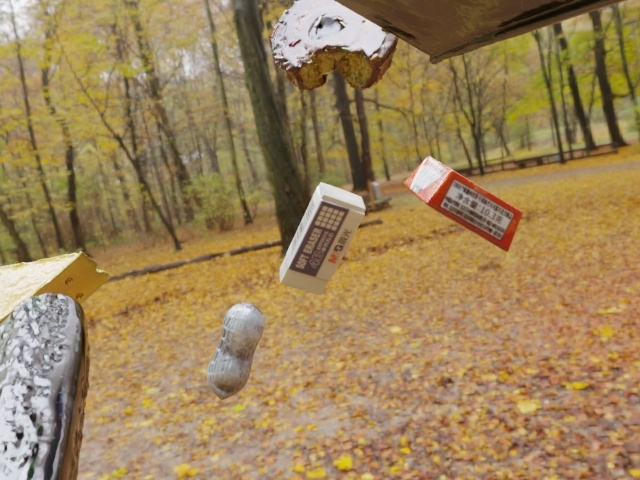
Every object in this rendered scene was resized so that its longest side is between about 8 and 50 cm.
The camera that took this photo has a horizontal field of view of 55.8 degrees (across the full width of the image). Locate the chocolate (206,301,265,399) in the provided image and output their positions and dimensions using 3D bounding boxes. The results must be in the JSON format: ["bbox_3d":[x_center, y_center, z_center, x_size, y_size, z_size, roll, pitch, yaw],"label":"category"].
[{"bbox_3d":[-0.141,0.183,1.005,0.072,0.167,0.072,17,5,-1],"label":"chocolate"}]

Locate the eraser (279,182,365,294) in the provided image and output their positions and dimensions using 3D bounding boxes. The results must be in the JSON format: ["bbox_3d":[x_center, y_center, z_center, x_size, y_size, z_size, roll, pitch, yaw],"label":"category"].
[{"bbox_3d":[0.000,0.000,1.544,0.124,0.279,0.081,18,28,-18],"label":"eraser"}]

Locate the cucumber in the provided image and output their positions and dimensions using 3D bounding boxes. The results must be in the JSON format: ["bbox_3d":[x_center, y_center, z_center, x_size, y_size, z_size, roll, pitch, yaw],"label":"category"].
[{"bbox_3d":[-0.185,0.120,0.380,0.074,0.074,0.241,-12,29,-12],"label":"cucumber"}]

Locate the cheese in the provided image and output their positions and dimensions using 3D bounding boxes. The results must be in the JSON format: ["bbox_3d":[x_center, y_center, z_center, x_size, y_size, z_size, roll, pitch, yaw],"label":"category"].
[{"bbox_3d":[-0.459,0.078,1.044,0.171,0.093,0.126,-28,50,2],"label":"cheese"}]

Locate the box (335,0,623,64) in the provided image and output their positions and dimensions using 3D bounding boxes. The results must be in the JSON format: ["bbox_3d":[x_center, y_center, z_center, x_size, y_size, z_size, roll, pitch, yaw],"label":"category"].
[{"bbox_3d":[0.167,-0.352,0.575,0.204,0.251,0.345,23,-6,-22],"label":"box"}]

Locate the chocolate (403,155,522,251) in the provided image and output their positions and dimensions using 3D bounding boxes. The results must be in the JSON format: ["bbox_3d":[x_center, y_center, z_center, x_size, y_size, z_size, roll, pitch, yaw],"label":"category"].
[{"bbox_3d":[0.342,-0.095,1.456,0.237,0.108,0.235,30,12,-13],"label":"chocolate"}]

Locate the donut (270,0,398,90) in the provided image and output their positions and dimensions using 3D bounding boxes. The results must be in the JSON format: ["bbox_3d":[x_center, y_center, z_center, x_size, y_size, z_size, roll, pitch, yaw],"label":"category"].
[{"bbox_3d":[0.027,-0.358,1.101,0.230,0.216,0.096,-14,-32,3],"label":"donut"}]
